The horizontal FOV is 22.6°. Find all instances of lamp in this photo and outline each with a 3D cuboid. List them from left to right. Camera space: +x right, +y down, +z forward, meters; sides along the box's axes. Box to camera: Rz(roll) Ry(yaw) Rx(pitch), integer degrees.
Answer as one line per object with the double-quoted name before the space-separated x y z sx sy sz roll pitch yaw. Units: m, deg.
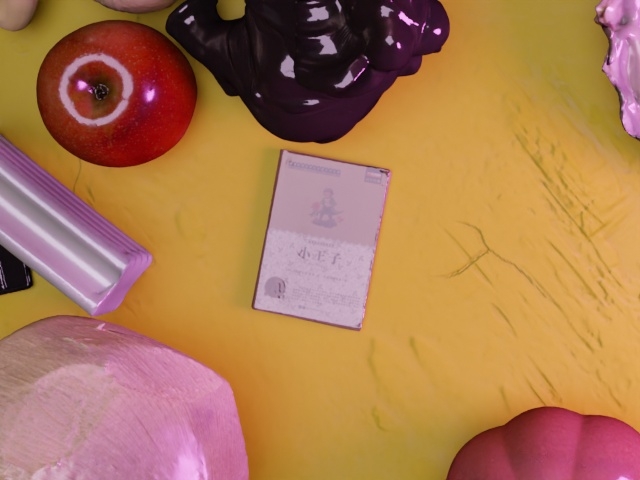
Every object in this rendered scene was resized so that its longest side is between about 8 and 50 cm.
"lamp" 0.264 0.337 1.768 0.305 0.239 0.305 1 94 10

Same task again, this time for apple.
"apple" -0.237 -0.172 1.878 0.181 0.168 0.180 0 91 5

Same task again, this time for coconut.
"coconut" -0.251 0.262 1.787 0.360 0.346 0.346 21 98 46

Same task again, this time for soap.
"soap" -0.334 -0.027 1.894 0.265 0.160 0.087 38 93 2

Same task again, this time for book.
"book" 0.000 0.000 1.916 0.139 0.016 0.198 11 95 10

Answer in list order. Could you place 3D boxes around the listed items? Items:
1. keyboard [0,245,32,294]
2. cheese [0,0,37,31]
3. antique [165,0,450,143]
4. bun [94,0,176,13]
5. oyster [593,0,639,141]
"keyboard" -0.419 -0.054 1.992 0.087 0.017 0.250 -14 89 12
"cheese" -0.371 -0.383 1.896 0.127 0.050 0.255 39 129 38
"antique" -0.006 -0.248 1.801 0.255 0.185 0.322 54 139 14
"bun" -0.206 -0.389 1.868 0.244 0.153 0.243 10 113 24
"oyster" 0.426 -0.210 1.783 0.238 0.115 0.351 -12 95 2
